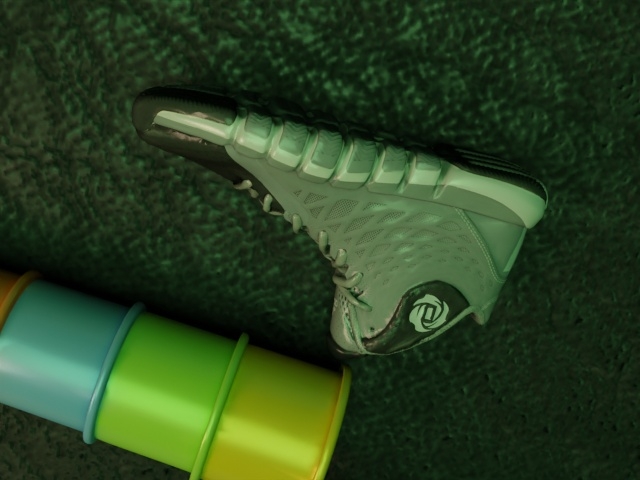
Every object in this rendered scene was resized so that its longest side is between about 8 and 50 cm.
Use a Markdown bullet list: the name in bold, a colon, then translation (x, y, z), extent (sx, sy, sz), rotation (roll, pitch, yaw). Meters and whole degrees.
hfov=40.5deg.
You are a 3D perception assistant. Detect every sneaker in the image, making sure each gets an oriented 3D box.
- **sneaker**: translation (0.000, 0.000, 0.475), extent (0.229, 0.086, 0.132), rotation (14, 106, -4)

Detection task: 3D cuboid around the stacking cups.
- **stacking cups**: translation (-0.146, 0.071, 0.494), extent (0.316, 0.096, 0.096), rotation (17, 104, -1)
